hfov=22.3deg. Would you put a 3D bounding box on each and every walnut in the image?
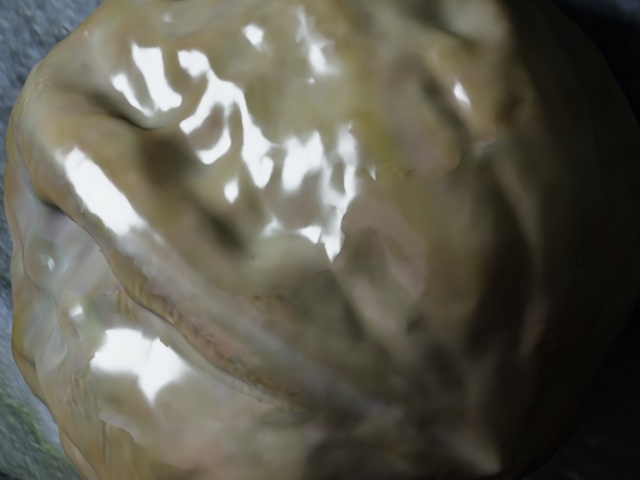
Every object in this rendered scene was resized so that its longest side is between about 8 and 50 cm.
[{"bbox_3d":[-0.002,0.002,0.636,0.273,0.273,0.227,27,162,30],"label":"walnut"}]
